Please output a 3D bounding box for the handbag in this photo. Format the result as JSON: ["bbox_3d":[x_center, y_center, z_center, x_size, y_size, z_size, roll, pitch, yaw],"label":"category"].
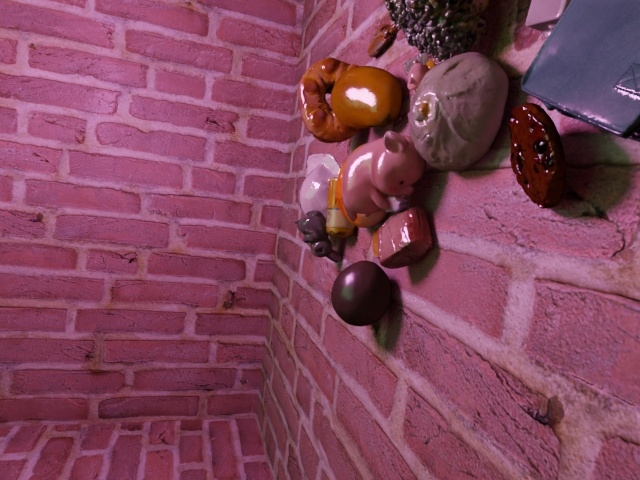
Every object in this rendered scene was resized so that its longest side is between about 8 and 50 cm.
[{"bbox_3d":[0.451,-0.286,0.601,0.269,0.100,0.274,-64,22,22],"label":"handbag"}]

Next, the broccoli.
[{"bbox_3d":[0.262,-0.605,0.999,0.272,0.324,0.334,-61,32,18],"label":"broccoli"}]

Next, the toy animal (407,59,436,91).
[{"bbox_3d":[0.280,-0.451,1.211,0.091,0.082,0.114,150,121,-68],"label":"toy animal"}]

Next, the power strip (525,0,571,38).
[{"bbox_3d":[0.456,-0.524,0.760,0.098,0.058,0.338,-133,50,-66],"label":"power strip"}]

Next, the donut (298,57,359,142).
[{"bbox_3d":[0.050,-0.546,1.674,0.317,0.299,0.150,-61,4,-3],"label":"donut"}]

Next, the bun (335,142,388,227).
[{"bbox_3d":[0.137,-0.198,1.478,0.299,0.164,0.299,-175,90,-71],"label":"bun"}]

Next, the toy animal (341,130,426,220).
[{"bbox_3d":[0.180,-0.183,1.213,0.256,0.195,0.213,-12,91,41],"label":"toy animal"}]

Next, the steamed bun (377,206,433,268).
[{"bbox_3d":[0.241,-0.007,1.209,0.175,0.106,0.145,-41,39,46],"label":"steamed bun"}]

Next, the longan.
[{"bbox_3d":[0.129,0.170,1.348,0.220,0.196,0.197,118,152,-46],"label":"longan"}]

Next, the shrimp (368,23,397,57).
[{"bbox_3d":[0.224,-0.751,1.566,0.217,0.051,0.115,-168,86,-75],"label":"shrimp"}]

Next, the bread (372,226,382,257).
[{"bbox_3d":[0.201,0.007,1.441,0.110,0.024,0.110,-174,90,-73],"label":"bread"}]

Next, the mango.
[{"bbox_3d":[0.160,-0.486,1.459,0.317,0.173,0.211,35,106,49],"label":"mango"}]

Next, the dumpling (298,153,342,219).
[{"bbox_3d":[0.023,-0.192,1.834,0.260,0.181,0.341,-5,67,49],"label":"dumpling"}]

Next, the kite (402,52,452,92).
[{"bbox_3d":[0.322,-0.524,1.248,0.323,0.013,0.268,-174,88,-70],"label":"kite"}]

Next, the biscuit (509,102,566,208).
[{"bbox_3d":[0.382,-0.148,0.759,0.192,0.049,0.192,-19,-90,-80],"label":"biscuit"}]

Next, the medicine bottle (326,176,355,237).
[{"bbox_3d":[0.083,-0.129,1.686,0.124,0.124,0.239,-167,81,-72],"label":"medicine bottle"}]

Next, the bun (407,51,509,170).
[{"bbox_3d":[0.292,-0.306,1.004,0.283,0.179,0.283,-174,90,-75],"label":"bun"}]

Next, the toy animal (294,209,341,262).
[{"bbox_3d":[-0.001,0.001,1.767,0.251,0.125,0.127,60,178,-10],"label":"toy animal"}]
